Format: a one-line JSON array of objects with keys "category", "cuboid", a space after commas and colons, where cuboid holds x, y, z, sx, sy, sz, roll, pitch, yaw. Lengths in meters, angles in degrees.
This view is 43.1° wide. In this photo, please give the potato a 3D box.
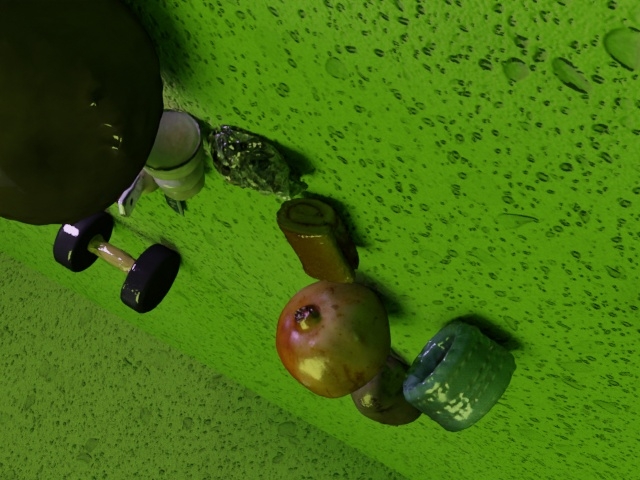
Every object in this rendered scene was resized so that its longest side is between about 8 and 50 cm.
[{"category": "potato", "cuboid": [0.170, 0.395, 2.091, 0.165, 0.165, 0.262, 13, 152, 42]}]

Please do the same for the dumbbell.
[{"category": "dumbbell", "cuboid": [-0.595, 0.052, 2.366, 0.322, 0.203, 0.203, 29, 158, 10]}]

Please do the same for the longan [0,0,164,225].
[{"category": "longan", "cuboid": [-0.455, -0.240, 1.299, 0.436, 0.404, 0.404, 50, 154, -22]}]

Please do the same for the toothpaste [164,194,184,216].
[{"category": "toothpaste", "cuboid": [-0.350, -0.107, 1.916, 0.057, 0.035, 0.197, 39, 162, 10]}]

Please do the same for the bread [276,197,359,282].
[{"category": "bread", "cuboid": [0.000, 0.000, 1.562, 0.132, 0.103, 0.172, 12, 151, 31]}]

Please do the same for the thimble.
[{"category": "thimble", "cuboid": [0.279, 0.267, 1.631, 0.143, 0.198, 0.235, 37, 129, -6]}]

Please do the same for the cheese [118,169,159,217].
[{"category": "cheese", "cuboid": [-0.371, -0.126, 1.679, 0.050, 0.235, 0.127, 8, 130, 6]}]

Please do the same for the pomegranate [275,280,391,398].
[{"category": "pomegranate", "cuboid": [0.029, 0.207, 1.762, 0.264, 0.264, 0.264, 28, 158, 12]}]

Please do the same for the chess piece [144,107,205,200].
[{"category": "chess piece", "cuboid": [-0.289, -0.152, 1.625, 0.133, 0.133, 0.243, 30, 164, 9]}]

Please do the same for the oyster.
[{"category": "oyster", "cuboid": [-0.123, -0.134, 1.512, 0.252, 0.087, 0.199, 40, 161, 15]}]

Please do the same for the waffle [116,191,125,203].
[{"category": "waffle", "cuboid": [-0.567, -0.169, 2.056, 0.221, 0.055, 0.234, 32, 158, 2]}]
